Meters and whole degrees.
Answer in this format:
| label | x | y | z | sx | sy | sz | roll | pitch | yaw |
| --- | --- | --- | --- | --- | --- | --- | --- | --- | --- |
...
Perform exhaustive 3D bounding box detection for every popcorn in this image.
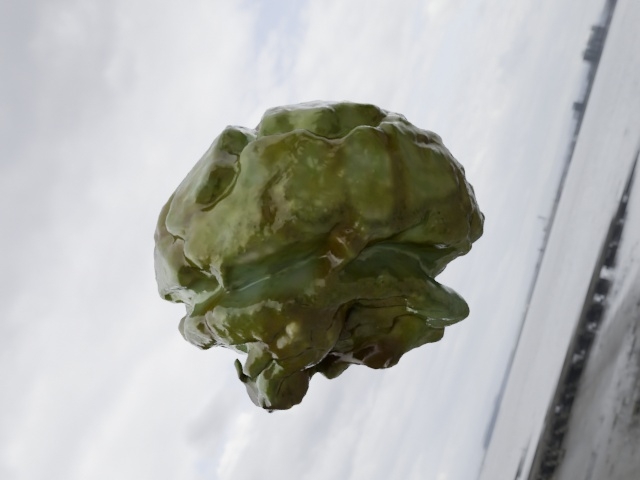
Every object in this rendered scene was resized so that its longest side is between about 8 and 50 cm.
| label | x | y | z | sx | sy | sz | roll | pitch | yaw |
| --- | --- | --- | --- | --- | --- | --- | --- | --- | --- |
| popcorn | 0.000 | 0.000 | 0.606 | 0.204 | 0.221 | 0.184 | 107 | 145 | -54 |
